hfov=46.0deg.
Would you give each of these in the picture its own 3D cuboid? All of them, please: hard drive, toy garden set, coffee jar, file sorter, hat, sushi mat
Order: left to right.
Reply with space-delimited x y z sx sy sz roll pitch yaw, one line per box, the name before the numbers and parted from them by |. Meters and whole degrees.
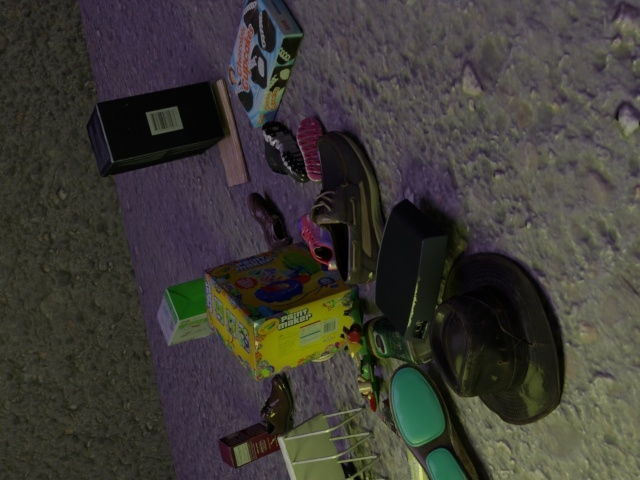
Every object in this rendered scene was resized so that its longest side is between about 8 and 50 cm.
sushi mat | -0.284 -0.320 2.261 0.151 0.019 0.316 -6 100 63
file sorter | 0.050 0.591 1.926 0.173 0.193 0.277 -20 87 35
toy garden set | 0.090 0.278 1.750 0.204 0.049 0.244 -63 -39 -79
coffee jar | 0.170 0.215 1.652 0.184 0.079 0.096 -4 103 61
hard drive | 0.172 0.064 1.497 0.172 0.054 0.254 -129 38 -50
hat | 0.285 0.195 1.376 0.331 0.134 0.331 35 133 49

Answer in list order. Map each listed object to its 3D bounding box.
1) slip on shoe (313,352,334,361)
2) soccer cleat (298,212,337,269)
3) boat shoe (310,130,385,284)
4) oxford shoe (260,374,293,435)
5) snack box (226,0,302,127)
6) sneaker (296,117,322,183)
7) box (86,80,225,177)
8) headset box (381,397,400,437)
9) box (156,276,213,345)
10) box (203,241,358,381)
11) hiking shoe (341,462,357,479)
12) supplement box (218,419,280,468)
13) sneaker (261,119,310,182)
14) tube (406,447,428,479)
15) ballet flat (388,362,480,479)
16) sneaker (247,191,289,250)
slip on shoe | -0.044 0.281 2.063 0.101 0.123 0.331 57 157 -18
soccer cleat | 0.000 0.000 1.830 0.248 0.095 0.083 38 136 48
boat shoe | 0.053 -0.070 1.657 0.132 0.130 0.355 -30 78 61
oxford shoe | -0.141 0.525 2.371 0.083 0.096 0.227 34 131 53
snack box | -0.148 -0.460 1.891 0.187 0.060 0.322 61 150 23
sneaker | -0.017 -0.207 1.782 0.075 0.063 0.170 77 -178 -71
box | -0.507 -0.332 2.284 0.312 0.343 0.178 -11 95 67
headset box | 0.177 0.419 1.799 0.083 0.032 0.062 36 134 47
box | -0.378 0.221 2.462 0.126 0.262 0.231 65 152 18
box | -0.102 0.168 1.898 0.279 0.290 0.177 36 134 48
hiking shoe | 0.053 0.769 2.106 0.113 0.132 0.304 24 125 55
supplement box | -0.233 0.679 2.518 0.104 0.188 0.080 3 108 61
sneaker | -0.081 -0.201 1.898 0.234 0.078 0.106 53 149 40
tube | 0.221 0.441 1.713 0.070 0.062 0.240 -9 92 18
ballet flat | 0.247 0.431 1.609 0.348 0.123 0.123 65 151 18
sneaker | -0.137 -0.061 2.102 0.071 0.066 0.188 -37 77 43
